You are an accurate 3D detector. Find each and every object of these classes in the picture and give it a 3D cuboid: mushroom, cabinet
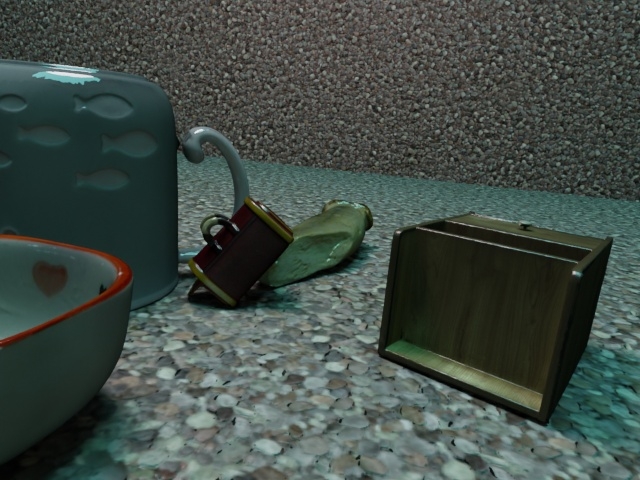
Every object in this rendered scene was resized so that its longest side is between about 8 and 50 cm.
[{"bbox_3d":[0.004,0.000,0.794,0.107,0.087,0.333,5,17,21],"label":"mushroom"},{"bbox_3d":[0.199,0.055,0.520,0.175,0.148,0.215,16,17,35],"label":"cabinet"}]

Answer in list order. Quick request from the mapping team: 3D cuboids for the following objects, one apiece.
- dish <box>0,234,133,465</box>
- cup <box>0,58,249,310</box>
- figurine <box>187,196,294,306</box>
[{"bbox_3d":[-0.265,0.081,0.323,0.256,0.117,0.256,4,14,-1],"label":"dish"},{"bbox_3d":[-0.266,-0.077,0.617,0.357,0.274,0.259,-3,17,-24],"label":"cup"},{"bbox_3d":[-0.120,0.013,0.601,0.098,0.154,0.082,45,-1,-30],"label":"figurine"}]
